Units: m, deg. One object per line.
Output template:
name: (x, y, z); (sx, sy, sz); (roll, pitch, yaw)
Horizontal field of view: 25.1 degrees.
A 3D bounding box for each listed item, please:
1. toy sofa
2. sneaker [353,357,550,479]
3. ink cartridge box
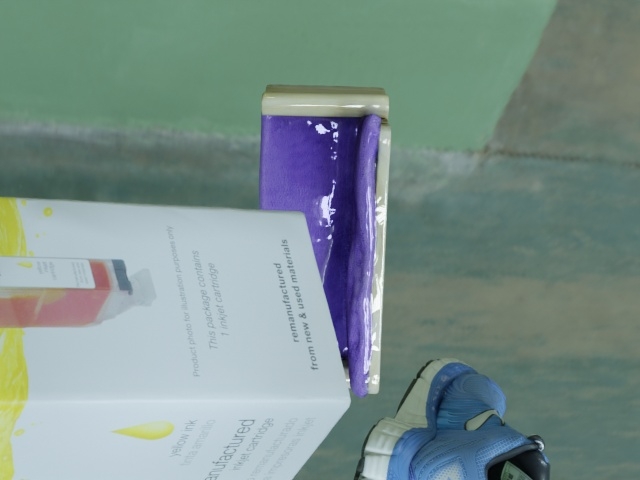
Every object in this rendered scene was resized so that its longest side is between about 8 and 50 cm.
toy sofa: (0.000, 0.000, 1.703); (0.150, 0.177, 0.362); (2, 107, 1)
sneaker: (0.126, 0.203, 1.263); (0.147, 0.330, 0.129); (19, 107, 12)
ink cartridge box: (-0.216, 0.110, 0.962); (0.385, 0.279, 0.160); (3, 55, -25)
